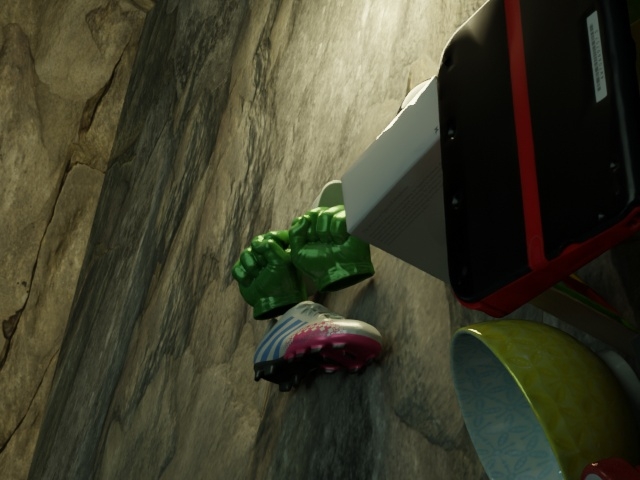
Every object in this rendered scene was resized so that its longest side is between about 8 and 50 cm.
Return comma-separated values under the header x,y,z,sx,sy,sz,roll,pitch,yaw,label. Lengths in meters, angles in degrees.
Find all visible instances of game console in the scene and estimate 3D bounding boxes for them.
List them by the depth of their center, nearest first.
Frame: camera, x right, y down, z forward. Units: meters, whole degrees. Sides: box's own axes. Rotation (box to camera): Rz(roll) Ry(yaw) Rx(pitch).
x,y,z,sx,sy,sz,roll,pitch,yaw,label
0.244,-0.133,1.392,0.342,0.060,0.387,-39,46,54,game console

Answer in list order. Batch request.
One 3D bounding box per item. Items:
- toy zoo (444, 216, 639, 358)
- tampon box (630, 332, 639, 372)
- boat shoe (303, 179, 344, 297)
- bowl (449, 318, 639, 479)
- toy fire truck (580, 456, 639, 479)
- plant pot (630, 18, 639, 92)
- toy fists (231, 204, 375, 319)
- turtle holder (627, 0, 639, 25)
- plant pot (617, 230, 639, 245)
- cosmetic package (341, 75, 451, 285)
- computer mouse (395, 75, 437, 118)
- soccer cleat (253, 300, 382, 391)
x,y,z,sx,sy,sz,roll,pitch,yaw,label
0.272,0.038,1.562,0.030,0.192,0.293,-57,27,11,toy zoo
0.413,0.156,1.279,0.101,0.120,0.161,-45,32,34,tampon box
-0.001,-0.001,2.240,0.081,0.079,0.228,-109,42,-86,boat shoe
0.281,0.206,1.402,0.156,0.289,0.289,-22,25,-12,bowl
0.306,0.370,1.167,0.254,0.169,0.302,42,137,50,toy fire truck
0.432,-0.096,1.359,0.254,0.254,0.239,-52,44,23,plant pot
-0.037,0.032,2.132,0.279,0.096,0.142,-26,72,33,toy fists
0.361,-0.302,1.552,0.227,0.243,0.320,-5,77,21,turtle holder
0.363,-0.048,1.580,0.109,0.109,0.096,-19,62,55,plant pot
0.185,-0.077,1.784,0.224,0.224,0.138,-46,32,30,cosmetic package
0.158,-0.166,2.099,0.262,0.060,0.184,-59,26,9,computer mouse
-0.010,0.153,2.055,0.331,0.116,0.143,-24,47,53,soccer cleat
